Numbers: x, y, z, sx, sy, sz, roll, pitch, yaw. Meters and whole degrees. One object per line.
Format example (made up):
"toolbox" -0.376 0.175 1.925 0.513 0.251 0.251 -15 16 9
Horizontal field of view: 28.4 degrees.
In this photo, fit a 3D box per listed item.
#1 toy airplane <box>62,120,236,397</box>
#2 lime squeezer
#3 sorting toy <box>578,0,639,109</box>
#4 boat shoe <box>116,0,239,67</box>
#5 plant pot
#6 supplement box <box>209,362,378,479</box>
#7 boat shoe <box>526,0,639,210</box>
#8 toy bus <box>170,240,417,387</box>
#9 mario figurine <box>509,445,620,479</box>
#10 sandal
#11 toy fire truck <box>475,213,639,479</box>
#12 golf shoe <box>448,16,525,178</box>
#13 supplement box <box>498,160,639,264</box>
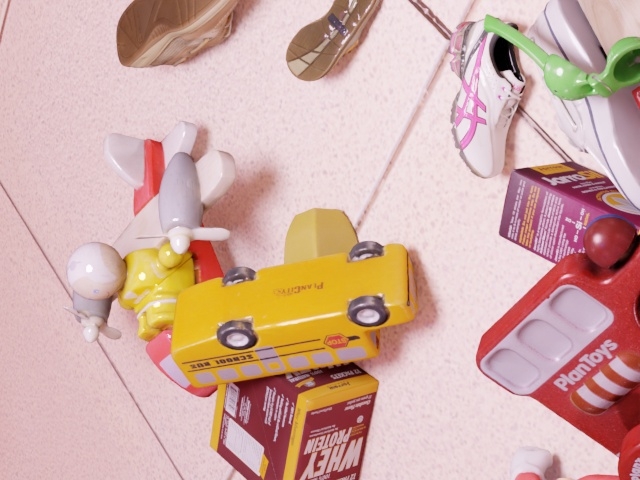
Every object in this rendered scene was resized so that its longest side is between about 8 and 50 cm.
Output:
"toy airplane" -0.262 0.007 1.906 0.384 0.272 0.386 29 121 45
"lime squeezer" 0.289 -0.190 1.253 0.310 0.110 0.059 -2 141 42
"sorting toy" 0.338 -0.246 1.282 0.132 0.046 0.274 -40 66 44
"boat shoe" -0.185 -0.343 1.863 0.341 0.110 0.121 -18 73 55
"plant pot" 0.000 0.000 1.739 0.081 0.081 0.083 -18 73 52
"supplement box" -0.041 0.248 1.804 0.194 0.129 0.191 33 122 42
"boat shoe" 0.291 -0.137 1.333 0.088 0.096 0.267 -47 61 50
"toy bus" -0.032 0.102 1.677 0.333 0.130 0.108 -11 47 15
"mario figurine" 0.299 0.341 1.447 0.198 0.170 0.320 38 149 -7
"sandal" 0.025 -0.276 1.671 0.180 0.049 0.072 -46 68 29
"toy fire truck" 0.320 0.096 1.199 0.254 0.169 0.302 33 133 -6
"golf shoe" 0.196 -0.163 1.463 0.086 0.067 0.186 3 100 49
"supplement box" 0.296 -0.014 1.345 0.188 0.104 0.081 31 121 43
